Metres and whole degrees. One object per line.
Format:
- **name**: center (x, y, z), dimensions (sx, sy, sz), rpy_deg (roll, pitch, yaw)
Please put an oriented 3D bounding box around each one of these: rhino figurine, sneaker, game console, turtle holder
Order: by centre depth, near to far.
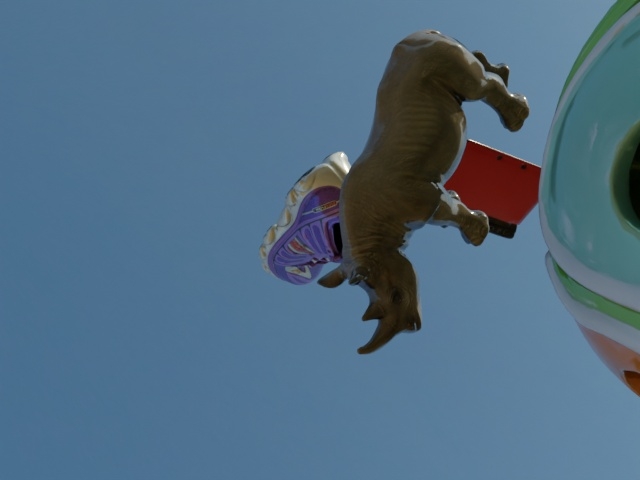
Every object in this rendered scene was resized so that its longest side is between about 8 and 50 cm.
- **turtle holder**: center (0.253, -0.033, 0.660), dimensions (0.320, 0.227, 0.243), rpy_deg (-23, -71, 25)
- **rhino figurine**: center (0.064, -0.035, 0.999), dimensions (0.106, 0.073, 0.243), rpy_deg (25, -101, -29)
- **sneaker**: center (0.000, 0.000, 1.132), dimensions (0.068, 0.170, 0.071), rpy_deg (-34, -104, -24)
- **game console**: center (0.155, -0.061, 1.518), dimensions (0.144, 0.124, 0.085), rpy_deg (18, -87, -33)
